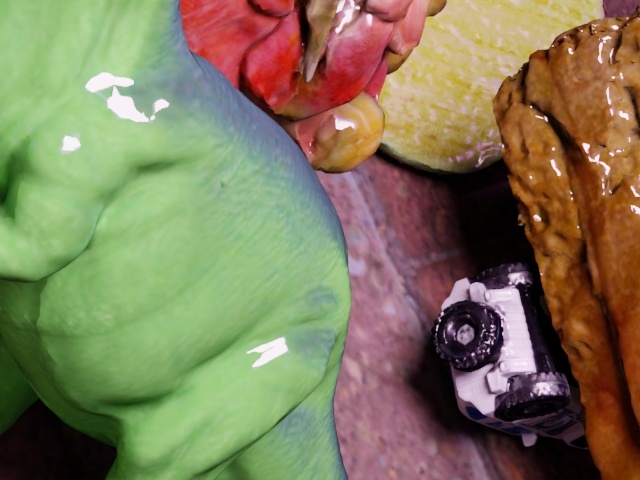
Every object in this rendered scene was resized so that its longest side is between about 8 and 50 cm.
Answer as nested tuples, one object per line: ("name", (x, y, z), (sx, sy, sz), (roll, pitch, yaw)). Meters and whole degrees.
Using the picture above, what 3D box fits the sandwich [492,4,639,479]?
("sandwich", (0.240, 0.022, 0.961), (0.325, 0.131, 0.262), (7, 64, -60))

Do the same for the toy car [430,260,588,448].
("toy car", (0.116, 0.069, 0.922), (0.170, 0.070, 0.080), (24, 50, -53))

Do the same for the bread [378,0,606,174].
("bread", (0.075, -0.148, 1.010), (0.228, 0.033, 0.229), (6, 77, -29))

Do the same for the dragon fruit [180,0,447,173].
("dragon fruit", (-0.077, -0.145, 0.747), (0.291, 0.269, 0.250), (39, 73, 13))

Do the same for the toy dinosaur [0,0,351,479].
("toy dinosaur", (0.000, 0.000, 0.688), (0.500, 0.374, 0.144), (12, 32, -38))
